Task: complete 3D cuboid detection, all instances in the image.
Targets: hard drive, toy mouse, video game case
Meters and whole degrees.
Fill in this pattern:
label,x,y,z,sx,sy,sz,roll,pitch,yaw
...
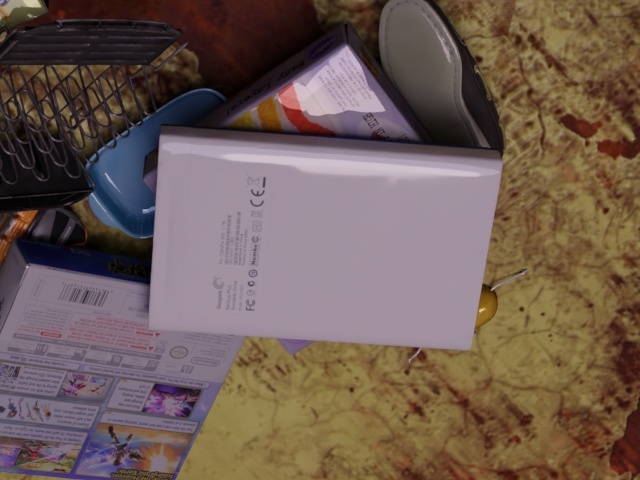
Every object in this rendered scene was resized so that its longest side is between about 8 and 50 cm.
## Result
label,x,y,z,sx,sy,sz,roll,pitch,yaw
hard drive,0.000,0.000,1.474,0.319,0.040,0.210,4,118,-5
toy mouse,0.122,0.060,1.649,0.143,0.031,0.161,34,107,-22
video game case,-0.229,0.132,1.574,0.270,0.061,0.244,12,114,-34

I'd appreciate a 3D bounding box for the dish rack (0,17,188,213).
label,x,y,z,sx,sy,sz,roll,pitch,yaw
dish rack,-0.247,-0.111,1.379,0.208,0.074,0.271,-9,161,-46

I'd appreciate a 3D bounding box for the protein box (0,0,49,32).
label,x,y,z,sx,sy,sz,roll,pitch,yaw
protein box,-0.351,-0.248,1.335,0.200,0.201,0.136,-22,117,3

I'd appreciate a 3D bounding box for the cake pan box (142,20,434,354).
label,x,y,z,sx,sy,sz,roll,pitch,yaw
cake pan box,-0.002,-0.042,1.513,0.246,0.070,0.267,-30,116,15

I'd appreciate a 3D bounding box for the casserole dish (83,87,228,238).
label,x,y,z,sx,sy,sz,roll,pitch,yaw
casserole dish,-0.149,-0.082,1.539,0.188,0.037,0.114,-32,116,9

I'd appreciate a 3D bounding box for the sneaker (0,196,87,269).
label,x,y,z,sx,sy,sz,roll,pitch,yaw
sneaker,-0.314,0.048,1.554,0.083,0.084,0.215,27,108,-24

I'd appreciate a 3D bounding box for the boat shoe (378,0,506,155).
label,x,y,z,sx,sy,sz,roll,pitch,yaw
boat shoe,0.123,-0.153,1.529,0.081,0.068,0.227,-9,120,28
